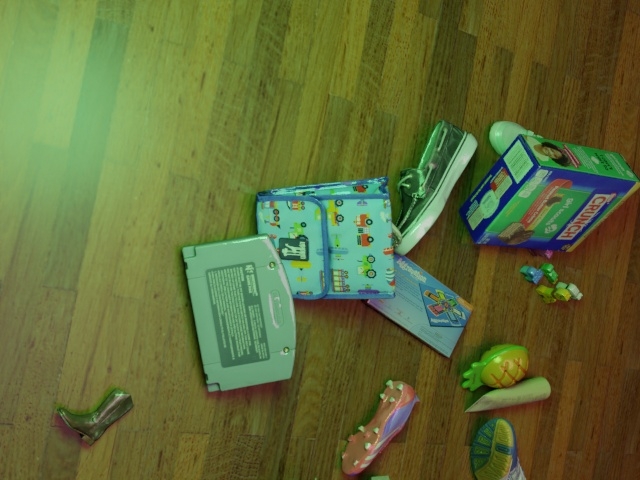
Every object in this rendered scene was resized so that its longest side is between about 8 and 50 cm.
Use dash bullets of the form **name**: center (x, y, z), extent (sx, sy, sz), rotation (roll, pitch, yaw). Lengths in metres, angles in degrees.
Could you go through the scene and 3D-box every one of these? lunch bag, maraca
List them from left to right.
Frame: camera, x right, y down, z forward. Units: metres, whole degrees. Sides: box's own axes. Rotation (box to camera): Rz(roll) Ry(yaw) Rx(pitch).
- **lunch bag**: center (0.000, 0.000, 1.427), extent (0.293, 0.138, 0.220), rotation (-4, 109, 6)
- **maraca**: center (0.434, 0.317, 1.734), extent (0.186, 0.099, 0.127), rotation (-18, 130, -12)

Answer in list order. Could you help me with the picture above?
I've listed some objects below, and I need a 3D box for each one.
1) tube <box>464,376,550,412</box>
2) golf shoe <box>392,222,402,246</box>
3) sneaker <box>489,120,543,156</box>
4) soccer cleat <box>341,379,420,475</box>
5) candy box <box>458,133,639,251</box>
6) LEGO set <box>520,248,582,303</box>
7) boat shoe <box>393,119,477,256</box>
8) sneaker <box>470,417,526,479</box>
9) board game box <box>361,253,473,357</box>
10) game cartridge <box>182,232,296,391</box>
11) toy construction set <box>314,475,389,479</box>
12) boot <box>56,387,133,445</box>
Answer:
- **tube**: center (0.481, 0.393, 1.780), extent (0.240, 0.062, 0.070), rotation (-5, 103, -30)
- **golf shoe**: center (0.120, -0.065, 1.528), extent (0.176, 0.069, 0.086), rotation (42, 57, 2)
- **sneaker**: center (0.548, -0.229, 1.732), extent (0.256, 0.151, 0.094), rotation (24, 83, -27)
- **soccer cleat**: center (0.141, 0.435, 1.591), extent (0.095, 0.083, 0.248), rotation (45, 70, -28)
- **candy box**: center (0.538, -0.101, 1.659), extent (0.317, 0.268, 0.122), rotation (4, 49, -26)
- **LEGO set**: center (0.607, 0.105, 1.817), extent (0.227, 0.093, 0.087), rotation (46, 72, -23)
- **boat shoe**: center (0.229, -0.124, 1.597), extent (0.119, 0.121, 0.335), rotation (33, 75, -7)
- **sneaker**: center (0.459, 0.583, 1.771), extent (0.131, 0.112, 0.296), rotation (-4, 102, -40)
- **board game box**: center (0.235, 0.151, 1.652), extent (0.281, 0.027, 0.145), rotation (35, 77, -26)
- **game cartridge**: center (-0.151, 0.141, 1.386), extent (0.198, 0.062, 0.297), rotation (-10, 98, -9)
- **toy construction set**: center (0.066, 0.599, 1.504), extent (0.308, 0.258, 0.237), rotation (57, 22, -36)
- **boot**: center (-0.414, 0.308, 1.297), extent (0.114, 0.037, 0.106), rotation (-43, 125, -16)
